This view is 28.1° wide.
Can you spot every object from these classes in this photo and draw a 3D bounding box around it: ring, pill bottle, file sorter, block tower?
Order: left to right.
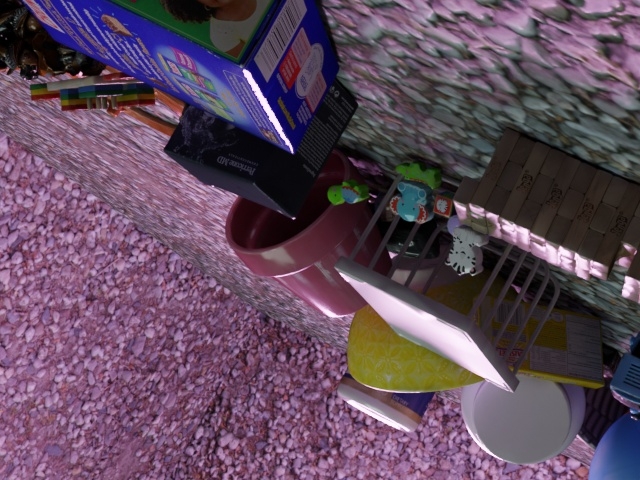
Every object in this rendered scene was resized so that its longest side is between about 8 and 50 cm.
[{"bbox_3d":[-0.312,-0.229,2.077,0.336,0.032,0.336,29,172,5],"label":"ring"},{"bbox_3d":[0.150,0.178,2.173,0.153,0.265,0.153,27,170,5],"label":"pill bottle"},{"bbox_3d":[0.178,0.048,1.650,0.193,0.173,0.278,25,170,27],"label":"file sorter"},{"bbox_3d":[0.315,0.239,1.988,0.188,0.188,0.334,28,-172,7],"label":"pill bottle"},{"bbox_3d":[0.303,-0.001,1.268,0.335,0.097,0.091,24,170,16],"label":"block tower"}]

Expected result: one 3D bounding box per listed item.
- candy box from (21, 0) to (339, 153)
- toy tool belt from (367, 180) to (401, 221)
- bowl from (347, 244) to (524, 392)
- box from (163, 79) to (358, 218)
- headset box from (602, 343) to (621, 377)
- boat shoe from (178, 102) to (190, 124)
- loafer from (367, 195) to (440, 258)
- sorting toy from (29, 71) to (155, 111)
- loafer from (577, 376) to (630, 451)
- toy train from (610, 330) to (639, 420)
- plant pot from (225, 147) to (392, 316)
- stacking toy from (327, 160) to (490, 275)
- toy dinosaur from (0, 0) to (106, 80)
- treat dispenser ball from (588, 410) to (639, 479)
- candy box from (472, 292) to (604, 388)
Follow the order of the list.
[{"bbox_3d":[-0.157,-0.236,1.275,0.317,0.122,0.268,26,172,13],"label":"candy box"},{"bbox_3d":[0.089,-0.054,1.750,0.051,0.052,0.083,20,170,4],"label":"toy tool belt"},{"bbox_3d":[0.170,0.097,1.907,0.289,0.289,0.156,14,120,58],"label":"bowl"},{"bbox_3d":[-0.069,-0.130,1.469,0.156,0.158,0.093,21,168,38],"label":"box"},{"bbox_3d":[0.449,0.189,2.058,0.062,0.032,0.083,24,169,25],"label":"headset box"},{"bbox_3d":[-0.136,-0.161,1.727,0.109,0.091,0.305,-7,-176,-17],"label":"boat shoe"},{"bbox_3d":[0.079,-0.020,1.861,0.223,0.076,0.078,17,143,41],"label":"loafer"},{"bbox_3d":[-0.293,-0.209,1.814,0.132,0.046,0.274,-9,-173,-40],"label":"sorting toy"},{"bbox_3d":[0.570,0.358,2.295,0.366,0.134,0.130,31,171,-11],"label":"loafer"},{"bbox_3d":[0.463,0.195,1.814,0.080,0.105,0.184,25,170,23],"label":"toy train"},{"bbox_3d":[0.000,0.000,1.749,0.201,0.201,0.180,17,152,53],"label":"plant pot"},{"bbox_3d":[0.138,-0.031,1.462,0.221,0.052,0.167,24,-156,31],"label":"stacking toy"},{"bbox_3d":[-0.463,-0.289,1.851,0.322,0.164,0.218,-7,173,29],"label":"toy dinosaur"},{"bbox_3d":[0.566,0.388,1.998,0.288,0.288,0.288,28,171,5],"label":"treat dispenser ball"},{"bbox_3d":[0.310,0.143,1.811,0.206,0.105,0.027,12,157,-21],"label":"candy box"}]
